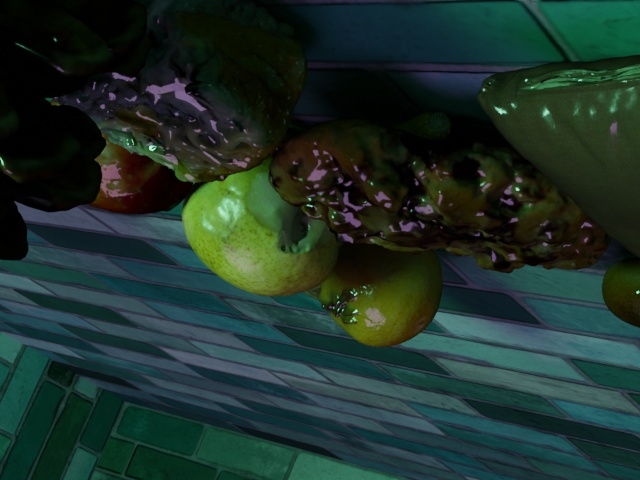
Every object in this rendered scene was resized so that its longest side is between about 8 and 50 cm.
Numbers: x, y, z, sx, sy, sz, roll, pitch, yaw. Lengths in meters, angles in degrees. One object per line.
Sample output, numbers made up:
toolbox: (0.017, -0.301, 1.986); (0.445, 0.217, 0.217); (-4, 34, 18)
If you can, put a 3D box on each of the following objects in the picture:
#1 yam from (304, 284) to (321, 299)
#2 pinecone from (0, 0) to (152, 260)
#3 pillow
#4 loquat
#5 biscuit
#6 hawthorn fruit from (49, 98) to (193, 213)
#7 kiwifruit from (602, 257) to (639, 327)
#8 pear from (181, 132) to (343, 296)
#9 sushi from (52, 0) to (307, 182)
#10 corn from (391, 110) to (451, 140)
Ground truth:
yam: (0.000, 0.000, 1.632); (0.066, 0.066, 0.299); (21, 162, 7)
pinecone: (-0.299, -0.166, 0.972); (0.398, 0.397, 0.398); (21, 164, 6)
pillow: (0.314, -0.043, 0.995); (0.305, 0.108, 0.308); (36, 159, -32)
loquat: (0.071, 0.052, 1.571); (0.141, 0.141, 0.141); (21, 164, 6)
biscuit: (0.115, -0.026, 1.281); (0.334, 0.081, 0.289); (17, 169, -27)
hawthorn fruit: (-0.182, -0.098, 1.385); (0.194, 0.157, 0.157); (17, 163, 36)
kiwifruit: (0.333, 0.054, 1.348); (0.124, 0.075, 0.075); (15, 162, 37)
pear: (-0.051, -0.025, 1.424); (0.178, 0.178, 0.178); (21, 164, 6)
sushi: (-0.119, -0.144, 1.199); (0.184, 0.139, 0.274); (28, 160, -27)
corn: (0.089, -0.096, 1.257); (0.037, 0.037, 0.092); (27, 162, -15)
